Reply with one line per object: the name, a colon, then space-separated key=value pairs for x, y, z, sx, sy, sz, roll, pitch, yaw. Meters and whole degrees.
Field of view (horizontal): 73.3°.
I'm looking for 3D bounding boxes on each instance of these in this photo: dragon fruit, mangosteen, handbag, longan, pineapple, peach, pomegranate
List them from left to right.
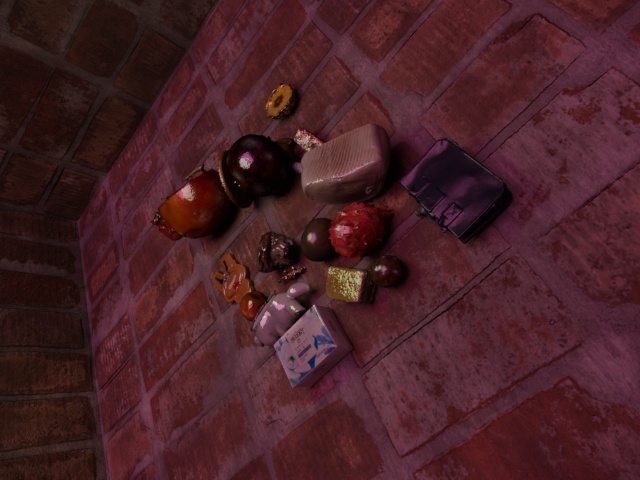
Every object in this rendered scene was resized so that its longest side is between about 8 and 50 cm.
dragon fruit: x=-0.920 y=-0.099 z=2.591 sx=0.262 sy=0.211 sz=0.134 roll=-41 pitch=47 yaw=32
peach: x=-0.646 y=-0.185 z=2.296 sx=0.406 sy=0.310 sz=0.335 roll=-35 pitch=19 yaw=16
mangosteen: x=-0.271 y=-0.382 z=2.038 sx=0.306 sy=0.306 sz=0.359 roll=35 pitch=86 yaw=42
pineapple: x=-0.197 y=-0.705 z=2.208 sx=0.225 sy=0.076 sz=0.225 roll=-16 pitch=64 yaw=37
longan: x=0.000 y=0.000 z=1.772 sx=0.189 sy=0.189 sz=0.189 roll=-13 pitch=69 yaw=38
dragon fruit: x=0.154 y=-0.052 z=1.632 sx=0.268 sy=0.205 sz=0.210 roll=-35 pitch=29 yaw=-14
pomegranate: x=0.239 y=0.106 z=1.558 sx=0.130 sy=0.130 sz=0.130 roll=-13 pitch=69 yaw=38
handbag: x=0.441 y=-0.158 z=1.460 sx=0.269 sy=0.118 sz=0.326 roll=-46 pitch=51 yaw=13

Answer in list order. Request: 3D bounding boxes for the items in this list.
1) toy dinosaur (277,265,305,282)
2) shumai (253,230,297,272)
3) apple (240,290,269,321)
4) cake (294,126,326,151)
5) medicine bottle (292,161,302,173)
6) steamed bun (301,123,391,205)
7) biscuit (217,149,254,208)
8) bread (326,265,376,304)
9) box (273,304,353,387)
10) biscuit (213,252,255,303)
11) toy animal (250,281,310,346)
toy dinosaur: x=-0.132 y=0.152 z=1.914 sx=0.154 sy=0.055 sz=0.049 roll=-28 pitch=63 yaw=24
shumai: x=-0.191 y=0.062 z=1.960 sx=0.185 sy=0.218 sz=0.184 roll=15 pitch=101 yaw=1
apple: x=-0.295 y=0.296 z=1.959 sx=0.146 sy=0.146 sz=0.146 roll=-13 pitch=69 yaw=38
cake: x=-0.015 y=-0.432 z=1.993 sx=0.220 sy=0.117 sz=0.086 roll=36 pitch=108 yaw=8
medicine bottle: x=-0.089 y=-0.339 z=2.021 sx=0.089 sy=0.052 sz=0.052 roll=26 pitch=95 yaw=44
steamed bun: x=0.121 y=-0.279 z=1.704 sx=0.383 sy=0.236 sz=0.247 roll=-18 pitch=56 yaw=30
biscuit: x=-0.420 y=-0.302 z=2.142 sx=0.038 sy=0.305 sz=0.305 roll=-16 pitch=66 yaw=19
bread: x=0.116 y=0.169 z=1.660 sx=0.196 sy=0.102 sz=0.138 roll=3 pitch=77 yaw=45
box: x=-0.034 y=0.421 z=1.708 sx=0.274 sy=0.116 sz=0.203 roll=-47 pitch=51 yaw=22
biscuit: x=-0.441 y=0.205 z=2.179 sx=0.334 sy=0.047 sz=0.202 roll=36 pitch=102 yaw=41
toy animal: x=-0.170 y=0.316 z=1.823 sx=0.325 sy=0.154 sz=0.208 roll=-47 pitch=22 yaw=37
